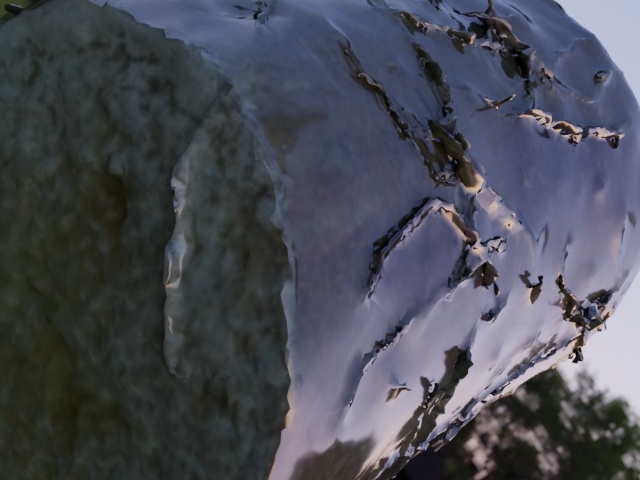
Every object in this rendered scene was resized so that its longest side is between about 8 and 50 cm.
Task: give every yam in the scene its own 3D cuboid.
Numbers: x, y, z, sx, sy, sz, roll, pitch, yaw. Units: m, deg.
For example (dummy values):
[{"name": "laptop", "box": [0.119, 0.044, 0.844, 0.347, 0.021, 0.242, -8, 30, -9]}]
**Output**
[{"name": "yam", "box": [0.000, -0.005, 0.465, 0.202, 0.201, 0.271, 42, 28, 23]}]
